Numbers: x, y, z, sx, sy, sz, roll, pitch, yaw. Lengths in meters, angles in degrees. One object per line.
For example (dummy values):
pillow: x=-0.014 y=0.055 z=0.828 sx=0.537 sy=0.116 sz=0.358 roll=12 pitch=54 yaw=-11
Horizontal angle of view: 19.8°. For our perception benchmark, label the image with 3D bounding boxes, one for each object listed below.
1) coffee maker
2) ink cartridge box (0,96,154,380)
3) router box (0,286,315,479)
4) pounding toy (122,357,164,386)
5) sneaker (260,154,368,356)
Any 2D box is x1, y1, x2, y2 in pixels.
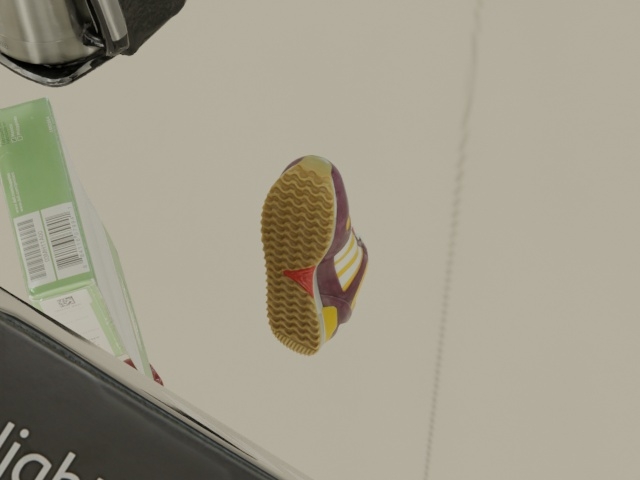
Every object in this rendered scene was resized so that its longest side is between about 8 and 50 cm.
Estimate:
coffee maker: x=-0.137 y=-0.205 z=1.020 sx=0.120 sy=0.178 sz=0.171 roll=18 pitch=54 yaw=18
ink cartridge box: x=-0.187 y=0.024 z=1.406 sx=0.056 sy=0.235 sz=0.171 roll=-17 pitch=59 yaw=-4
router box: x=-0.021 y=0.182 z=0.389 sx=0.309 sy=0.081 sz=0.243 roll=34 pitch=86 yaw=-21
pounding toy: x=-0.190 y=0.136 z=1.567 sx=0.110 sy=0.183 sz=0.237 roll=-36 pitch=137 yaw=-7
sneaker: x=0.000 y=0.000 z=1.462 sx=0.070 sy=0.084 sz=0.185 roll=25 pitch=131 yaw=22
